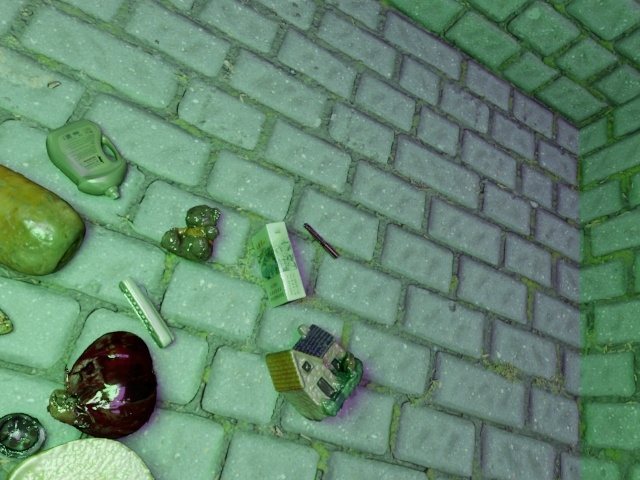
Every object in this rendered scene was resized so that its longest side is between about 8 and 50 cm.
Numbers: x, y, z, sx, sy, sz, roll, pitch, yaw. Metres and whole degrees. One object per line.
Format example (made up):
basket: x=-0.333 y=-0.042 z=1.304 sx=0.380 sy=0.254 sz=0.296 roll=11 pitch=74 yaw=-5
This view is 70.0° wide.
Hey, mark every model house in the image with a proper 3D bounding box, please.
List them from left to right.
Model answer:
model house: x=-0.022 y=0.399 z=1.455 sx=0.237 sy=0.202 sz=0.237 roll=47 pitch=59 yaw=-7

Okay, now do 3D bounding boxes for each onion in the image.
onion: x=-0.539 y=0.371 z=1.196 sx=0.280 sy=0.221 sz=0.281 roll=18 pitch=63 yaw=-40

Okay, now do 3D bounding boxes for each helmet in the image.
helmet: x=-0.750 y=0.479 z=1.137 sx=0.123 sy=0.070 sz=0.098 roll=39 pitch=67 yaw=-19

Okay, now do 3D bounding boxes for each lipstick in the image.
lipstick: x=0.000 y=0.000 z=1.699 sx=0.176 sy=0.027 sz=0.027 roll=46 pitch=60 yaw=-5

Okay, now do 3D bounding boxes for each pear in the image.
pear: x=-0.574 y=0.662 z=1.098 sx=0.386 sy=0.191 sz=0.340 roll=30 pitch=57 yaw=-15

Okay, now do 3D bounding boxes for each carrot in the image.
carrot: x=-0.805 y=-0.062 z=1.196 sx=0.340 sy=0.224 sz=0.224 roll=36 pitch=62 yaw=-11

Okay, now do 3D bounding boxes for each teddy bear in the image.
teddy bear: x=-0.390 y=-0.027 z=1.453 sx=0.140 sy=0.177 sz=0.190 roll=52 pitch=45 yaw=-58

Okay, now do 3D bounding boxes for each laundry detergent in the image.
laundry detergent: x=-0.689 y=-0.232 z=1.385 sx=0.181 sy=0.091 sz=0.253 roll=-39 pitch=93 yaw=-36

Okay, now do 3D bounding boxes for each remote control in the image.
remote control: x=-0.508 y=0.209 z=1.336 sx=0.049 sy=0.090 sz=0.230 roll=-34 pitch=93 yaw=-32

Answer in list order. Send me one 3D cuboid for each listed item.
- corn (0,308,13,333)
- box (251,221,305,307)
corn: x=-0.897 y=0.155 z=1.160 sx=0.253 sy=0.086 sz=0.086 roll=48 pitch=60 yaw=-9
box: x=-0.143 y=0.084 z=1.517 sx=0.069 sy=0.164 sz=0.257 roll=-12 pitch=80 yaw=-29
